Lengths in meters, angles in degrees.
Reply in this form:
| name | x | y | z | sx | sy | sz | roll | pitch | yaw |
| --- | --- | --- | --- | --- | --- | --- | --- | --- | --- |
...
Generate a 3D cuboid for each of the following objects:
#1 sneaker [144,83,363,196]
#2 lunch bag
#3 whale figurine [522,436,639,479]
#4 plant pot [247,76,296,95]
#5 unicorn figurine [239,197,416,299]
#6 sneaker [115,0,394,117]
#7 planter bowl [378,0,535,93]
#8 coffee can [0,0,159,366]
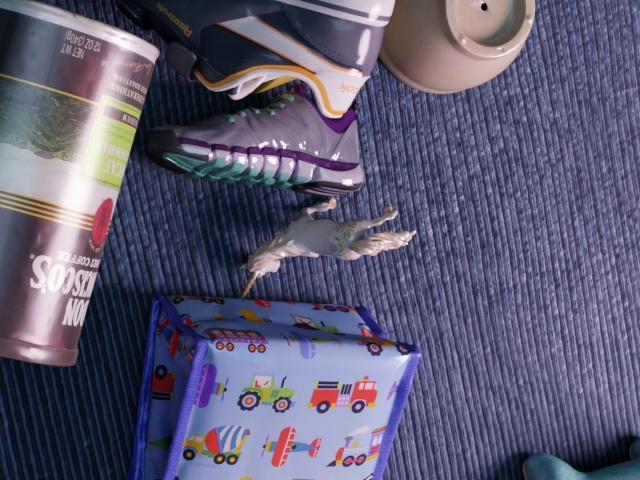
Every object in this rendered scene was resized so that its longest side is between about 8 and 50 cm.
| name | x | y | z | sx | sy | sz | roll | pitch | yaw |
| --- | --- | --- | --- | --- | --- | --- | --- | --- | --- |
| sneaker | -0.061 | -0.102 | 1.450 | 0.224 | 0.083 | 0.098 | 9 | 80 | -33 |
| lunch bag | -0.057 | 0.212 | 1.457 | 0.221 | 0.138 | 0.293 | 5 | 104 | -25 |
| whale figurine | 0.343 | 0.275 | 1.588 | 0.272 | 0.141 | 0.216 | 16 | 47 | -5 |
| plant pot | -0.036 | -0.183 | 1.441 | 0.081 | 0.083 | 0.081 | -22 | 102 | -20 |
| unicorn figurine | 0.000 | 0.000 | 1.469 | 0.111 | 0.162 | 0.060 | -31 | 102 | -45 |
| sneaker | -0.104 | -0.198 | 1.341 | 0.321 | 0.126 | 0.127 | 20 | 106 | 13 |
| planter bowl | 0.138 | -0.221 | 1.497 | 0.162 | 0.109 | 0.162 | -3 | 97 | -22 |
| coffee can | -0.266 | -0.054 | 1.292 | 0.201 | 0.201 | 0.275 | 15 | 89 | -23 |
